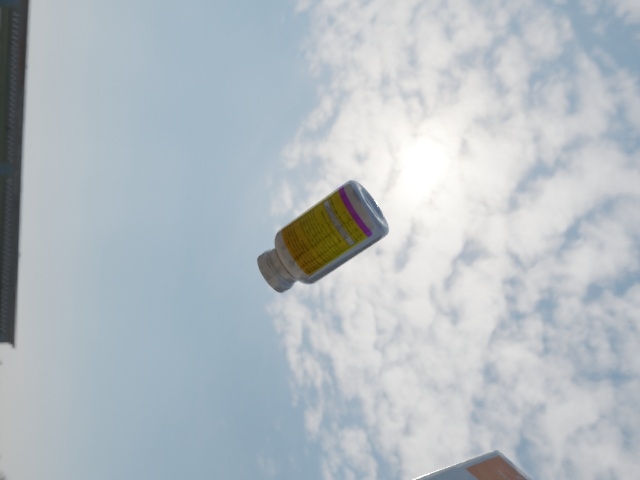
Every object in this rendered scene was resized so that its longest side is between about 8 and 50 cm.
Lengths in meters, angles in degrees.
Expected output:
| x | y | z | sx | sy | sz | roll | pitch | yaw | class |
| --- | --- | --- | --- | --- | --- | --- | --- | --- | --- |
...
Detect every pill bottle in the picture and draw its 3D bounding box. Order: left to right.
| x | y | z | sx | sy | sz | roll | pitch | yaw | class |
| --- | --- | --- | --- | --- | --- | --- | --- | --- | --- |
| 0.000 | 0.000 | 0.401 | 0.083 | 0.043 | 0.043 | -34 | -127 | 15 | pill bottle |

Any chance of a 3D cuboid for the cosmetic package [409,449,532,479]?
| x | y | z | sx | sy | sz | roll | pitch | yaw | class |
| --- | --- | --- | --- | --- | --- | --- | --- | --- | --- |
| 0.175 | 0.421 | 0.755 | 0.230 | 0.453 | 0.161 | 37 | -73 | 35 | cosmetic package |
